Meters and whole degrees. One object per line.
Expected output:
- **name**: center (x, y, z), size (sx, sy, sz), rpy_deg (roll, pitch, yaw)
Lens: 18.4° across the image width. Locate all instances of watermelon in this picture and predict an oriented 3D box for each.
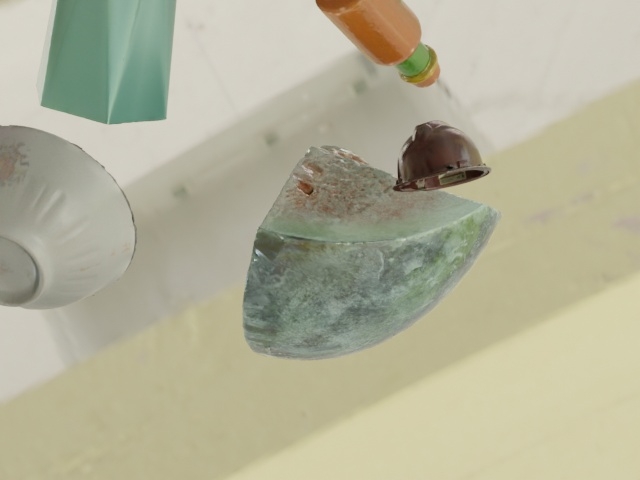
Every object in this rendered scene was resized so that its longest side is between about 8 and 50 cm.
- **watermelon**: center (0.000, 0.000, 1.980), size (0.320, 0.289, 0.213), rpy_deg (-29, -113, 29)

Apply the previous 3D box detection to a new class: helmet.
- **helmet**: center (0.106, -0.081, 1.799), size (0.089, 0.111, 0.057), rpy_deg (-12, -95, 21)

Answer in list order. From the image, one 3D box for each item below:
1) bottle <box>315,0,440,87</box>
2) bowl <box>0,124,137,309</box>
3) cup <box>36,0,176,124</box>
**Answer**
- **bottle**: center (0.065, -0.209, 1.961), size (0.069, 0.187, 0.069), rpy_deg (-14, -121, 24)
- **bowl**: center (-0.261, 0.002, 1.704), size (0.189, 0.189, 0.086), rpy_deg (-6, -146, 24)
- **cup**: center (-0.210, -0.248, 2.002), size (0.134, 0.235, 0.148), rpy_deg (3, -156, -16)
